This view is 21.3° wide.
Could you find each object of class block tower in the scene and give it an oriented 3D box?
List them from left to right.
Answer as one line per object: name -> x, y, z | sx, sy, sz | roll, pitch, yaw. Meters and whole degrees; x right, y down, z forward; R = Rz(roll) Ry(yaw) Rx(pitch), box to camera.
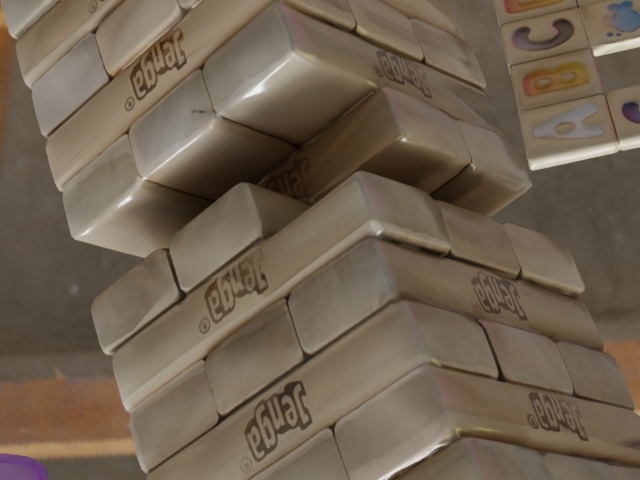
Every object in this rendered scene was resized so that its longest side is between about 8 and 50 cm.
block tower -> 0.000, 0.000, 0.439 | 0.091, 0.097, 0.335 | -38, -124, 30

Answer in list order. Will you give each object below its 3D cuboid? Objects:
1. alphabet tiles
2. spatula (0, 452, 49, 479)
alphabet tiles -> 0.182, -0.124, 0.815 | 0.198, 0.009, 0.237 | -13, -143, 7
spatula -> -0.166, 0.182, 0.886 | 0.084, 0.296, 0.030 | 8, -76, -19
